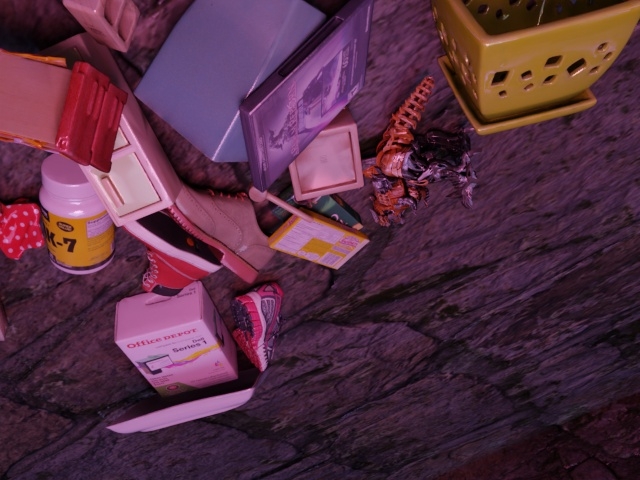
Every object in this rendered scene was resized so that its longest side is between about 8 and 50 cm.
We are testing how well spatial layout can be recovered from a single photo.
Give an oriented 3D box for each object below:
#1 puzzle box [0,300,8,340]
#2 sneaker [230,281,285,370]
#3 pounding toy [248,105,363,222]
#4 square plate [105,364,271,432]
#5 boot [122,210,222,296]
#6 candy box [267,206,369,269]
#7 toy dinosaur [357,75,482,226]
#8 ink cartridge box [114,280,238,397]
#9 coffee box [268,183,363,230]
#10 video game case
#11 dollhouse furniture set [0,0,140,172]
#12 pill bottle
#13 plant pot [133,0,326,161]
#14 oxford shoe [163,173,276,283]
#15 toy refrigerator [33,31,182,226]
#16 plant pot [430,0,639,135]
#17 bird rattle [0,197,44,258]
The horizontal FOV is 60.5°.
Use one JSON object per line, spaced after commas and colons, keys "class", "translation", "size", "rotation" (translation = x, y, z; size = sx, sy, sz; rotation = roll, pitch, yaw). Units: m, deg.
{"class": "puzzle box", "translation": [-0.852, 0.114, 1.052], "size": [0.408, 0.052, 0.272], "rotation": [3, 144, -18]}
{"class": "sneaker", "translation": [-0.140, 0.218, 1.340], "size": [0.112, 0.121, 0.299], "rotation": [-32, 153, -27]}
{"class": "pounding toy", "translation": [-0.033, -0.129, 1.004], "size": [0.206, 0.094, 0.181], "rotation": [-12, 127, -2]}
{"class": "square plate", "translation": [-0.305, 0.398, 1.378], "size": [0.347, 0.049, 0.344], "rotation": [-15, 176, 0]}
{"class": "boot", "translation": [-0.342, 0.035, 1.114], "size": [0.176, 0.088, 0.244], "rotation": [-31, 138, 19]}
{"class": "candy box", "translation": [0.000, 0.000, 1.130], "size": [0.206, 0.027, 0.105], "rotation": [21, 123, -45]}
{"class": "toy dinosaur", "translation": [0.177, -0.143, 1.030], "size": [0.218, 0.164, 0.322], "rotation": [5, 157, 2]}
{"class": "ink cartridge box", "translation": [-0.333, 0.241, 1.302], "size": [0.201, 0.117, 0.278], "rotation": [-15, 137, 0]}
{"class": "coffee box", "translation": [-0.006, -0.055, 1.139], "size": [0.113, 0.040, 0.184], "rotation": [-34, 134, 18]}
{"class": "video game case", "translation": [-0.014, -0.218, 0.819], "size": [0.274, 0.026, 0.196], "rotation": [-51, 165, -21]}
{"class": "dollhouse furniture set", "translation": [-0.334, -0.290, 0.680], "size": [0.201, 0.152, 0.374], "rotation": [15, 88, -2]}
{"class": "pill bottle", "translation": [-0.430, -0.049, 0.975], "size": [0.119, 0.119, 0.208], "rotation": [1, 134, -16]}
{"class": "plant pot", "translation": [-0.110, -0.256, 0.782], "size": [0.234, 0.165, 0.165], "rotation": [-55, 166, 21]}
{"class": "oxford shoe", "translation": [-0.208, -0.061, 1.053], "size": [0.130, 0.123, 0.348], "rotation": [-46, 132, -5]}
{"class": "toy refrigerator", "translation": [-0.324, -0.165, 0.833], "size": [0.102, 0.094, 0.270], "rotation": [-20, 115, 7]}
{"class": "plant pot", "translation": [0.302, -0.302, 0.840], "size": [0.227, 0.228, 0.207], "rotation": [-15, 144, 0]}
{"class": "bird rattle", "translation": [-0.616, -0.037, 0.925], "size": [0.253, 0.143, 0.207], "rotation": [-11, 135, -6]}
